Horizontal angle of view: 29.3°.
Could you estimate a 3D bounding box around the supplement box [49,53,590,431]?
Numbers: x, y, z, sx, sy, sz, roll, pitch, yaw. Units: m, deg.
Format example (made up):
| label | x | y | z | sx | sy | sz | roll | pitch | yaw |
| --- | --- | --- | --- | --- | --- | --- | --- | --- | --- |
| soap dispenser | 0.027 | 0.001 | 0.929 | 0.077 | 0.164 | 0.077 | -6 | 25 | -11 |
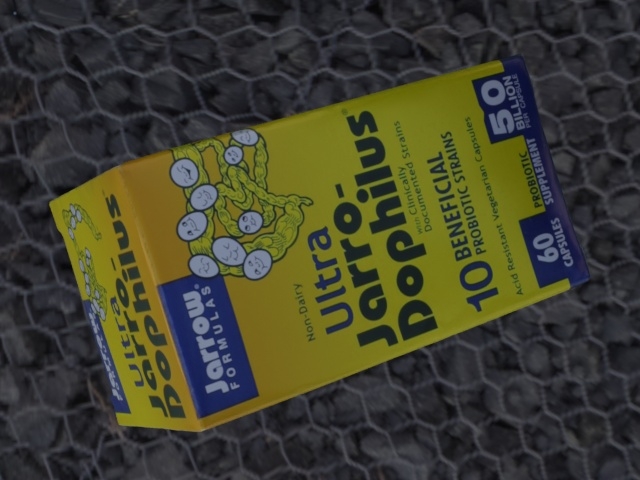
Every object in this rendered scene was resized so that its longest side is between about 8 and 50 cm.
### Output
| label | x | y | z | sx | sy | sz | roll | pitch | yaw |
| --- | --- | --- | --- | --- | --- | --- | --- | --- | --- |
| supplement box | 0.000 | 0.000 | 0.974 | 0.356 | 0.195 | 0.194 | -19 | 92 | -27 |
